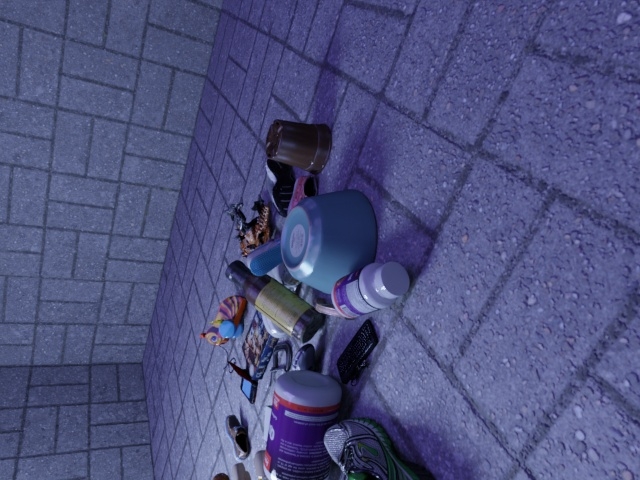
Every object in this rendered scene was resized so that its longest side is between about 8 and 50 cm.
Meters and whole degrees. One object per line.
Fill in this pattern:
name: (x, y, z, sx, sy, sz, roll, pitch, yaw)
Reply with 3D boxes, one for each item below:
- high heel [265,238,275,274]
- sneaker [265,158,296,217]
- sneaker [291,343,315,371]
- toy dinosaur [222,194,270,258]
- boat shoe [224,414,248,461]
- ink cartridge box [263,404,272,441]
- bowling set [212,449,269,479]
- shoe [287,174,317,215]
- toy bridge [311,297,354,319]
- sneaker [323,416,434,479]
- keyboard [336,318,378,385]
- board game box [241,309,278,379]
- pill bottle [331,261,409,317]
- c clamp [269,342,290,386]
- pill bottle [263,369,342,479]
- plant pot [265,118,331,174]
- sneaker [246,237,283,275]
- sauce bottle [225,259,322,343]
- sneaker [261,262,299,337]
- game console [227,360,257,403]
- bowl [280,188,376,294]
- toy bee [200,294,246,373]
high heel: (-0.207, 0.117, 1.713, 0.244, 0.082, 0.117, -60, 24, 13)
sneaker: (-0.136, -0.174, 1.647, 0.108, 0.100, 0.272, 105, 157, -44)
sneaker: (-0.035, 0.413, 1.370, 0.098, 0.083, 0.224, 30, 116, 37)
toy dinosaur: (-0.245, -0.048, 1.789, 0.322, 0.164, 0.218, -35, 67, 35)
boat shoe: (-0.313, 0.747, 1.794, 0.066, 0.066, 0.183, -56, 48, 32)
ink cartridge box: (-0.106, 0.590, 1.448, 0.209, 0.062, 0.109, -6, 79, 60)
bowling set: (-0.211, 0.754, 1.382, 0.287, 0.199, 0.154, 77, 176, -50)
shoe: (-0.058, -0.125, 1.511, 0.081, 0.063, 0.178, 5, 84, 66)
toy bridge: (0.021, 0.189, 1.305, 0.188, 0.063, 0.026, 10, 93, 60)
sneaker: (0.098, 0.493, 1.020, 0.343, 0.146, 0.134, 8, 91, 62)
keyboard: (0.085, 0.295, 1.195, 0.192, 0.038, 0.100, -63, 35, 33)
board game box: (-0.221, 0.367, 1.721, 0.165, 0.042, 0.243, 58, 133, 49)
pill bottle: (0.117, 0.114, 1.101, 0.193, 0.108, 0.108, -33, 56, 54)
c clamp: (-0.136, 0.419, 1.586, 0.160, 0.022, 0.137, -39, 46, 54)
pill bottle: (-0.051, 0.525, 1.242, 0.181, 0.181, 0.323, 14, 96, 61)
plant pot: (-0.077, -0.305, 1.479, 0.167, 0.165, 0.167, -23, 64, 58)
sneaker: (-0.122, 0.026, 1.445, 0.092, 0.228, 0.087, 37, 146, 63)
sauce bottle: (-0.151, 0.173, 1.422, 0.344, 0.111, 0.111, 34, 118, 24)
sneaker: (-0.116, 0.160, 1.512, 0.169, 0.108, 0.293, -34, 54, 58)
game console: (-0.307, 0.544, 1.794, 0.144, 0.085, 0.124, 19, 100, 61)
bowl: (0.000, 0.000, 1.282, 0.311, 0.163, 0.312, -21, 65, 57)
toy bee: (-0.410, 0.363, 1.907, 0.195, 0.162, 0.298, 74, -153, -57)
